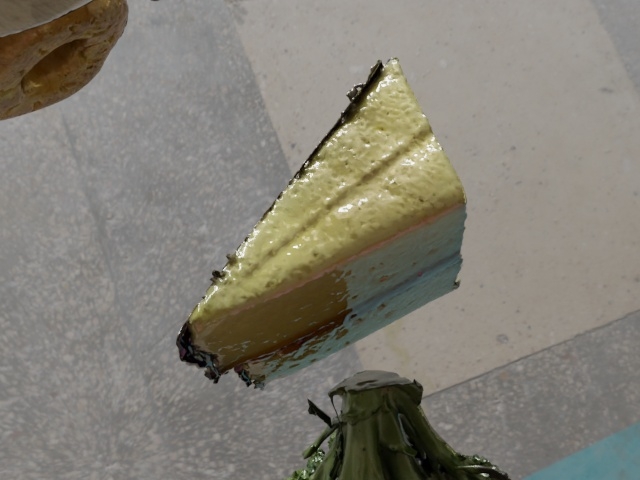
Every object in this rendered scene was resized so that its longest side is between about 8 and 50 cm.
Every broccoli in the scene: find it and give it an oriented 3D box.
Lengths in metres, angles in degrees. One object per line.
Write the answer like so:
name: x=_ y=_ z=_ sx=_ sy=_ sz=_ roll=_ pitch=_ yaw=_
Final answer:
broccoli: x=0.071 y=0.307 z=0.863 sx=0.303 sy=0.321 sz=0.284 roll=-15 pitch=100 yaw=-37

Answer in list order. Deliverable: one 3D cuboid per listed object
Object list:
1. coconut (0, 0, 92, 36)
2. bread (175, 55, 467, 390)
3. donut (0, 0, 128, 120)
coconut: x=-0.213 y=-0.288 z=0.372 sx=0.346 sy=0.347 sz=0.360 roll=19 pitch=25 yaw=-10
bread: x=0.000 y=0.000 z=0.812 sx=0.404 sy=0.346 sz=0.242 roll=-24 pitch=63 yaw=-15
donut: x=-0.313 y=-0.226 z=0.747 sx=0.226 sy=0.226 sz=0.114 roll=-39 pitch=93 yaw=-24
